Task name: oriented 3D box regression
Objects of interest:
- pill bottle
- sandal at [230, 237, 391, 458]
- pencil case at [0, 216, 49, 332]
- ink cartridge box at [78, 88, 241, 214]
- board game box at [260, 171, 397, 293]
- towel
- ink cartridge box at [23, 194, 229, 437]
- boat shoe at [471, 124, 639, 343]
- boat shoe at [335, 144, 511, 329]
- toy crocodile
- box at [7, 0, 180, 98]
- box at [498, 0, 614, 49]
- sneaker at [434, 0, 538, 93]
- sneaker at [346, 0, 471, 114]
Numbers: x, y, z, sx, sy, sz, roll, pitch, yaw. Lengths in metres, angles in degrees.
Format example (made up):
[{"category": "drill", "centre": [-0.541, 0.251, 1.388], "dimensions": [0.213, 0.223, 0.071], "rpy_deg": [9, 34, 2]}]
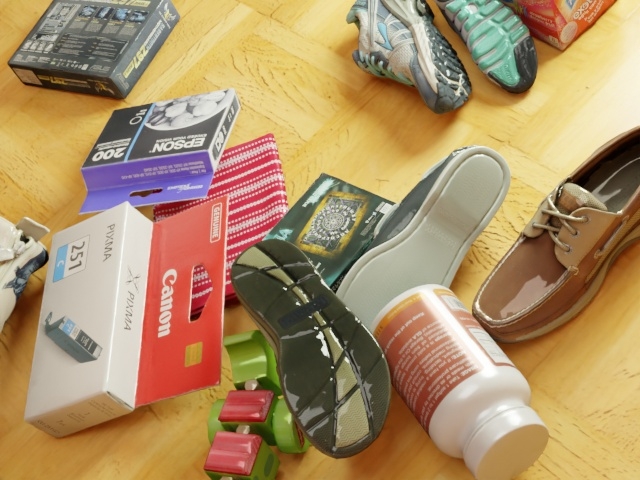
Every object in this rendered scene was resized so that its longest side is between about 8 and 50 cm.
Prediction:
[{"category": "pill bottle", "centre": [0.150, 0.157, 1.321], "dimensions": [0.121, 0.121, 0.216], "rpy_deg": [-34, 49, -3]}, {"category": "sandal", "centre": [-0.007, 0.120, 1.378], "dimensions": [0.120, 0.086, 0.302], "rpy_deg": [-21, 50, -9]}, {"category": "pencil case", "centre": [-0.505, 0.142, 1.588], "dimensions": [0.183, 0.160, 0.410], "rpy_deg": [-26, 37, 50]}, {"category": "ink cartridge box", "centre": [-0.233, -0.128, 1.728], "dimensions": [0.206, 0.045, 0.208], "rpy_deg": [-7, 41, 20]}, {"category": "board game box", "centre": [0.000, 0.000, 1.546], "dimensions": [0.126, 0.026, 0.186], "rpy_deg": [26, 60, 29]}, {"category": "towel", "centre": [-0.137, -0.019, 1.642], "dimensions": [0.199, 0.031, 0.274], "rpy_deg": [-19, 50, 9]}, {"category": "ink cartridge box", "centre": [-0.246, 0.081, 1.557], "dimensions": [0.261, 0.066, 0.296], "rpy_deg": [-21, 49, 25]}, {"category": "boat shoe", "centre": [0.291, -0.018, 1.394], "dimensions": [0.324, 0.116, 0.123], "rpy_deg": [-44, 50, -12]}, {"category": "boat shoe", "centre": [0.115, 0.014, 1.469], "dimensions": [0.302, 0.114, 0.091], "rpy_deg": [-46, 10, -5]}, {"category": "toy crocodile", "centre": [-0.090, 0.261, 1.359], "dimensions": [0.115, 0.105, 0.340], "rpy_deg": [-3, 54, 22]}, {"category": "box", "centre": [-0.366, -0.323, 1.954], "dimensions": [0.233, 0.059, 0.183], "rpy_deg": [11, 61, 31]}, {"category": "box", "centre": [0.271, -0.387, 1.676], "dimensions": [0.122, 0.128, 0.257], "rpy_deg": [-44, 50, -11]}, {"category": "sneaker", "centre": [0.228, -0.288, 1.662], "dimensions": [0.083, 0.098, 0.223], "rpy_deg": [-33, 73, 5]}, {"category": "sneaker", "centre": [0.116, -0.256, 1.682], "dimensions": [0.122, 0.110, 0.283], "rpy_deg": [-37, 44, 18]}]
